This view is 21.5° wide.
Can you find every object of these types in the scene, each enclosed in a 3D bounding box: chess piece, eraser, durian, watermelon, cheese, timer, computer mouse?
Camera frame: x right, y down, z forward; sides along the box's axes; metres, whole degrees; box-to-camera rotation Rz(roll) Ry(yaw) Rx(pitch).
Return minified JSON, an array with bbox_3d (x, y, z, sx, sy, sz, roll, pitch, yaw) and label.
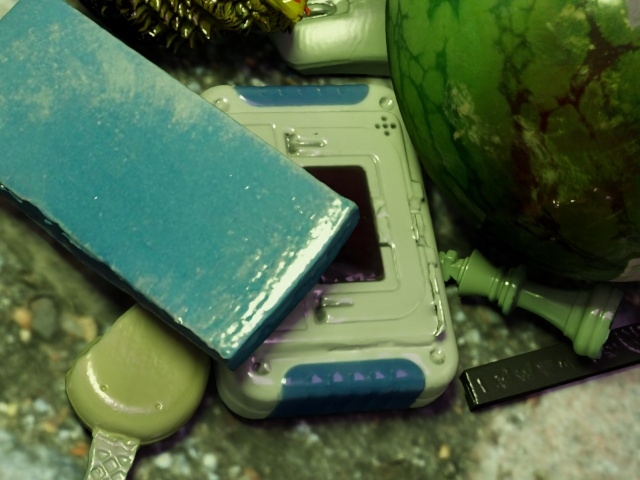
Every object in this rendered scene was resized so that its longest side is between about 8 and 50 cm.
[{"bbox_3d":[0.150,0.039,1.276,0.149,0.059,0.059,20,61,13],"label":"chess piece"},{"bbox_3d":[-0.132,-0.049,1.190,0.312,0.042,0.144,35,77,21],"label":"eraser"},{"bbox_3d":[-0.113,-0.208,1.261,0.138,0.193,0.237,-46,58,-2],"label":"durian"},{"bbox_3d":[0.209,-0.151,1.224,0.363,0.363,0.363,6,64,-12],"label":"watermelon"},{"bbox_3d":[-0.139,0.112,1.168,0.092,0.047,0.171,33,62,3],"label":"cheese"},{"bbox_3d":[0.000,0.000,1.242,0.178,0.078,0.253,-3,66,-17],"label":"timer"},{"bbox_3d":[0.035,-0.177,1.349,0.182,0.056,0.089,-1,61,-15],"label":"computer mouse"}]

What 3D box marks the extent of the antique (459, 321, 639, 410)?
[{"bbox_3d":[0.195,0.091,1.287,0.192,0.015,0.031,-13,69,-21],"label":"antique"}]
